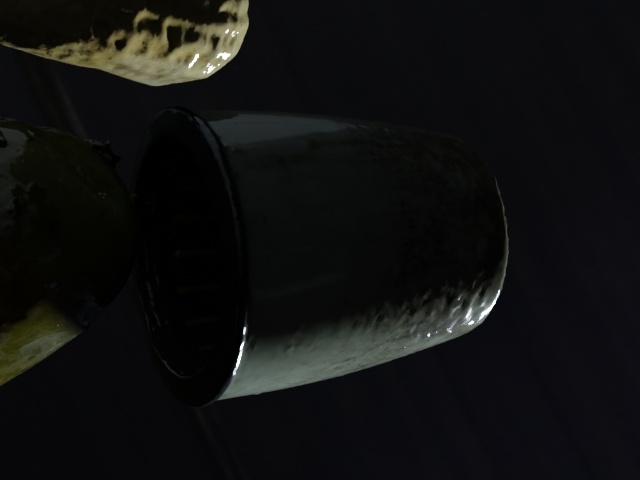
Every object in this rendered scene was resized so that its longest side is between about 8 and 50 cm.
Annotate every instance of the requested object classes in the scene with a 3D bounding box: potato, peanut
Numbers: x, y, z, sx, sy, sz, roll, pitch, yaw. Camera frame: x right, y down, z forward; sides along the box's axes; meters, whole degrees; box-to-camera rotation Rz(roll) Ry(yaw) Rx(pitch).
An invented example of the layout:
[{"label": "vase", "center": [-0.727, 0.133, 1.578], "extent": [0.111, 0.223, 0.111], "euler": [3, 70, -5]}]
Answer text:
[{"label": "potato", "center": [-0.335, 0.030, 1.393], "extent": [0.359, 0.219, 0.270], "euler": [-39, 156, 28]}, {"label": "peanut", "center": [-0.218, -0.249, 1.507], "extent": [0.340, 0.174, 0.158], "euler": [3, 131, -50]}]

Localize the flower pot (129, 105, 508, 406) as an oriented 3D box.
[{"label": "flower pot", "center": [0.000, 0.000, 1.501], "extent": [0.330, 0.293, 0.293], "euler": [-7, 167, -27]}]
